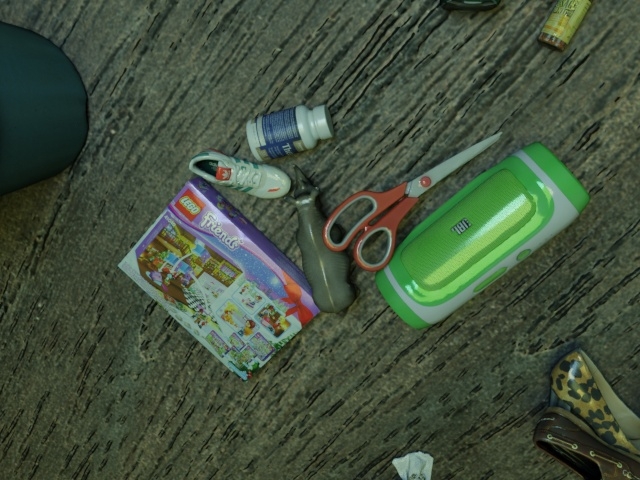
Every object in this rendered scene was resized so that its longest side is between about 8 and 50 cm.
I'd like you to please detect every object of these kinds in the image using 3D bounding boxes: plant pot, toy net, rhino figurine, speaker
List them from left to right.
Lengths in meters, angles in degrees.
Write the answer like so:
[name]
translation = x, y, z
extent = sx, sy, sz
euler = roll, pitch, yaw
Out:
[plant pot]
translation = -0.531, -0.183, 0.782
extent = 0.341, 0.334, 0.341
euler = 2, 105, 9
[rhino figurine]
translation = 0.000, 0.000, 0.851
extent = 0.073, 0.106, 0.243
euler = -14, 102, 13
[toy net]
translation = 0.134, 0.473, 0.985
extent = 0.122, 0.045, 0.232
euler = 35, 108, 0
[speaker]
translation = 0.222, -0.002, 0.800
extent = 0.296, 0.131, 0.131
euler = -42, 94, 17

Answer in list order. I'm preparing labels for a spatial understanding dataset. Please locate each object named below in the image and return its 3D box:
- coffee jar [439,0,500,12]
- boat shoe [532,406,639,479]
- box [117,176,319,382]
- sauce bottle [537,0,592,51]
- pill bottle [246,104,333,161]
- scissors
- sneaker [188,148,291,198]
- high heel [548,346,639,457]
[coffee jar]
translation = 0.200, -0.394, 0.714
extent = 0.079, 0.096, 0.184
euler = 4, 106, 6
[boat shoe]
translation = 0.405, 0.331, 0.810
extent = 0.207, 0.073, 0.073
euler = 31, 131, 20
[box]
translation = -0.160, 0.067, 0.925
extent = 0.293, 0.057, 0.201
euler = 44, 108, -3
[sauce bottle]
translation = 0.336, -0.317, 0.739
extent = 0.042, 0.042, 0.128
euler = 26, 106, 3
[pill bottle]
translation = -0.044, -0.163, 0.836
extent = 0.120, 0.067, 0.067
euler = -12, 102, 14
[scissors]
translation = 0.129, -0.081, 0.802
extent = 0.109, 0.021, 0.297
euler = 43, 89, -2
[sneaker]
translation = -0.127, -0.098, 0.865
extent = 0.161, 0.075, 0.057
euler = 19, 107, 5
[high heel]
translation = 0.477, 0.259, 0.836
extent = 0.261, 0.093, 0.186
euler = 6, 112, 18
